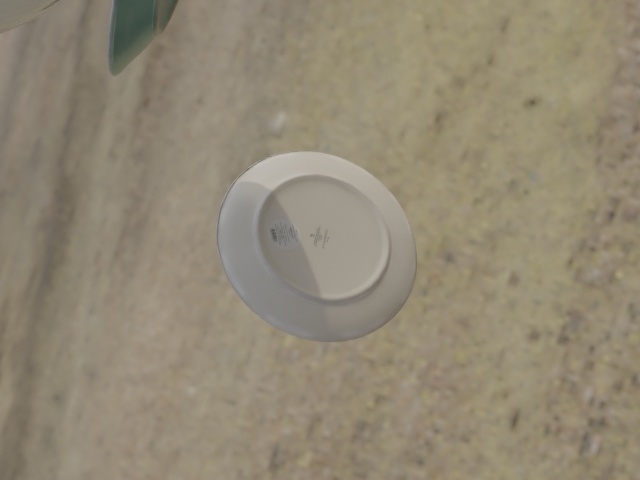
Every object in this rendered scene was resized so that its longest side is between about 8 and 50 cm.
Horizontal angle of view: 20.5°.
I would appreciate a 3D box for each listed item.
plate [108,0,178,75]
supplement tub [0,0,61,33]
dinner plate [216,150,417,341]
[{"bbox_3d":[-0.089,-0.186,1.049,0.188,0.024,0.188,15,-90,-90],"label":"plate"},{"bbox_3d":[-0.187,-0.158,0.679,0.272,0.191,0.191,-8,63,50],"label":"supplement tub"},{"bbox_3d":[0.000,0.000,1.180,0.017,0.141,0.141,122,160,-60],"label":"dinner plate"}]
